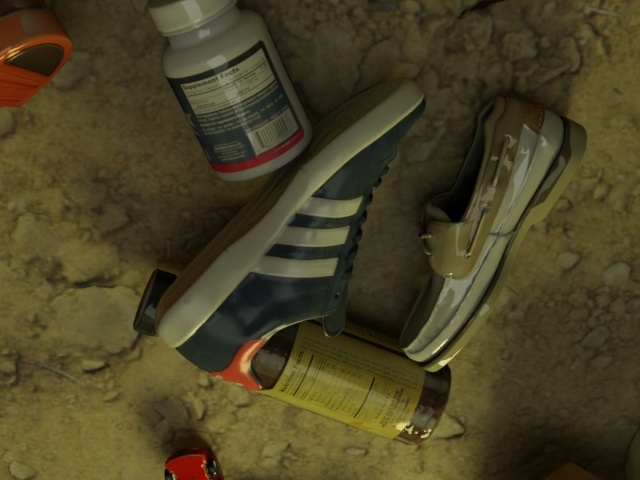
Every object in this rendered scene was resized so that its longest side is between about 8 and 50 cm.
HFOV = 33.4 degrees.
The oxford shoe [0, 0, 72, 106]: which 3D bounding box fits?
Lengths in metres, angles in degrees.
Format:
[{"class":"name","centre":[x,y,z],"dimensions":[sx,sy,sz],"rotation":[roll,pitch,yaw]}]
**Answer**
[{"class":"oxford shoe","centre":[-0.393,-0.142,1.014],"dimensions":[0.363,0.130,0.133],"rotation":[-32,83,21]}]

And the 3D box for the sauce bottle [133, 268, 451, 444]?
[{"class":"sauce bottle","centre":[-0.031,0.120,1.158],"dimensions":[0.344,0.111,0.111],"rotation":[23,115,-11]}]

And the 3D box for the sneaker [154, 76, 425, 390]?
[{"class":"sneaker","centre":[0.000,0.000,1.051],"dimensions":[0.148,0.131,0.350],"rotation":[43,94,-14]}]

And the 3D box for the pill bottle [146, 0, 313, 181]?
[{"class":"pill bottle","centre":[-0.088,-0.157,1.005],"dimensions":[0.108,0.108,0.180],"rotation":[-21,117,8]}]

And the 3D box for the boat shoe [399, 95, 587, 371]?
[{"class":"boat shoe","centre":[0.150,-0.009,1.102],"dimensions":[0.103,0.113,0.302],"rotation":[25,104,-14]}]

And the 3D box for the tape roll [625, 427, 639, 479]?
[{"class":"tape roll","centre":[0.519,0.293,1.282],"dimensions":[0.286,0.100,0.286],"rotation":[-2,118,-3]}]

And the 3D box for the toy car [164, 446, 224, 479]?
[{"class":"toy car","centre":[-0.140,0.366,1.315],"dimensions":[0.239,0.053,0.225],"rotation":[38,111,-19]}]

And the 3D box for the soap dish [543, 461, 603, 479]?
[{"class":"soap dish","centre":[0.344,0.398,1.237],"dimensions":[0.290,0.118,0.229],"rotation":[29,141,11]}]
